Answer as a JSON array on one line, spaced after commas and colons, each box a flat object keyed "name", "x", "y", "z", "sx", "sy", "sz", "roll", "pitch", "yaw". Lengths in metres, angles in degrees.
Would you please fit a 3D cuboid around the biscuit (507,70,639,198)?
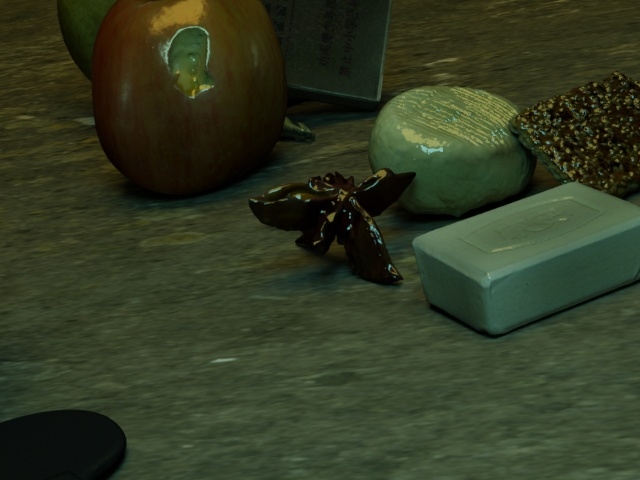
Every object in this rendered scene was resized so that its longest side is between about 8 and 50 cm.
[{"name": "biscuit", "x": 0.313, "y": -0.115, "z": 1.599, "sx": 0.237, "sy": 0.026, "sz": 0.131, "roll": -23, "pitch": 63, "yaw": -31}]

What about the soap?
[{"name": "soap", "x": 0.185, "y": 0.014, "z": 1.358, "sx": 0.183, "sy": 0.064, "sz": 0.121, "roll": -20, "pitch": 24, "yaw": -24}]

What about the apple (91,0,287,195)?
[{"name": "apple", "x": -0.158, "y": -0.185, "z": 1.815, "sx": 0.242, "sy": 0.241, "sz": 0.242, "roll": -6, "pitch": 19, "yaw": 2}]

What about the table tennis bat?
[{"name": "table tennis bat", "x": -0.202, "y": 0.172, "z": 1.164, "sx": 0.150, "sy": 0.027, "sz": 0.236, "roll": -20, "pitch": 21, "yaw": -27}]

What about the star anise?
[{"name": "star anise", "x": 0.006, "y": -0.004, "z": 1.508, "sx": 0.158, "sy": 0.144, "sz": 0.140, "roll": 22, "pitch": 44, "yaw": 0}]

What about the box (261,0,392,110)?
[{"name": "box", "x": -0.076, "y": -0.278, "z": 1.990, "sx": 0.325, "sy": 0.180, "sz": 0.047, "roll": 9, "pitch": -15, "yaw": -6}]

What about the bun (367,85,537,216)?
[{"name": "bun", "x": 0.134, "y": -0.085, "z": 1.608, "sx": 0.164, "sy": 0.111, "sz": 0.188, "roll": 22, "pitch": 32, "yaw": 23}]

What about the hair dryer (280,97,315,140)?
[{"name": "hair dryer", "x": -0.056, "y": -0.169, "z": 2.015, "sx": 0.206, "sy": 0.075, "sz": 0.237, "roll": -14, "pitch": 26, "yaw": -29}]

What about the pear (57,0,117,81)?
[{"name": "pear", "x": -0.216, "y": -0.336, "z": 2.166, "sx": 0.304, "sy": 0.304, "sz": 0.304, "roll": -9, "pitch": 20, "yaw": 3}]
